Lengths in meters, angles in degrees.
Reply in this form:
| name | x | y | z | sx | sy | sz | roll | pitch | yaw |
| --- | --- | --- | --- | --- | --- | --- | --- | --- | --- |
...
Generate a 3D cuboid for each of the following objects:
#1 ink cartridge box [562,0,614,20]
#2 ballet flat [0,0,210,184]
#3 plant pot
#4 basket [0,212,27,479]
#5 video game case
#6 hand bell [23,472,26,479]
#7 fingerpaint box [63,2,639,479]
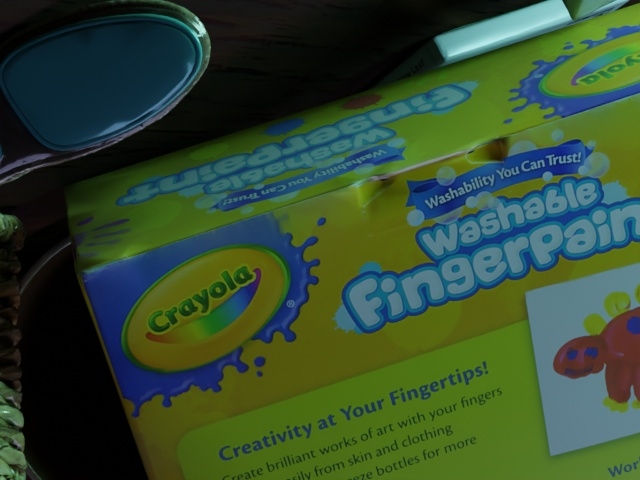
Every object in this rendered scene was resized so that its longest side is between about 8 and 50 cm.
| name | x | y | z | sx | sy | sz | roll | pitch | yaw |
| --- | --- | --- | --- | --- | --- | --- | --- | --- | --- |
| ink cartridge box | 0.240 | -0.224 | 1.177 | 0.189 | 0.066 | 0.232 | -26 | 177 | -3 |
| ballet flat | -0.150 | -0.065 | 0.930 | 0.206 | 0.073 | 0.067 | -25 | -160 | 4 |
| plant pot | -0.119 | 0.081 | 1.488 | 0.237 | 0.237 | 0.254 | -27 | -173 | 3 |
| basket | -0.350 | 0.097 | 1.189 | 0.299 | 0.223 | 0.213 | -31 | 139 | 29 |
| video game case | 0.114 | -0.133 | 1.489 | 0.212 | 0.023 | 0.193 | -22 | 171 | -37 |
| hand bell | -0.371 | 0.261 | 2.333 | 0.126 | 0.126 | 0.242 | -18 | 157 | -50 |
| fingerpaint box | 0.096 | 0.082 | 1.280 | 0.444 | 0.371 | 0.163 | -19 | -156 | -4 |
